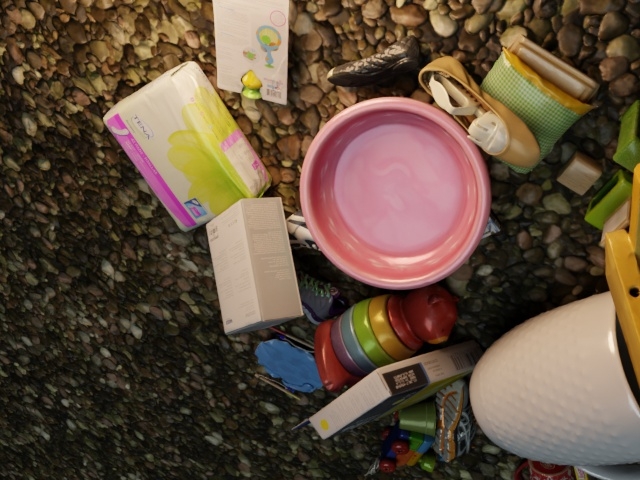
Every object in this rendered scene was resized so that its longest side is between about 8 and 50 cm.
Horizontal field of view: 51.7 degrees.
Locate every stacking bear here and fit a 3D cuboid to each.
[{"bbox_3d":[0.145,0.183,1.343,0.289,0.175,0.164,-30,62,27],"label":"stacking bear"}]

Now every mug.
[{"bbox_3d":[0.473,0.293,1.175,0.374,0.276,0.328,50,135,-11],"label":"mug"},{"bbox_3d":[0.497,0.545,1.463,0.150,0.113,0.169,-3,119,26],"label":"mug"}]

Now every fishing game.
[{"bbox_3d":[-0.070,0.300,1.612,0.189,0.041,0.264,24,139,9],"label":"fishing game"}]

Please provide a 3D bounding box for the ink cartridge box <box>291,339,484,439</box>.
[{"bbox_3d":[0.141,0.320,1.361,0.307,0.304,0.072,-48,62,40],"label":"ink cartridge box"}]

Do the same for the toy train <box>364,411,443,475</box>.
[{"bbox_3d":[0.213,0.526,1.605,0.144,0.105,0.248,18,131,-3],"label":"toy train"}]

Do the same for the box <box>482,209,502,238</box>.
[{"bbox_3d":[0.249,-0.056,1.194,0.094,0.027,0.137,-28,108,37],"label":"box"}]

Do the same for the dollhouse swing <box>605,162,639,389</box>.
[{"bbox_3d":[0.578,0.044,0.832,0.347,0.314,0.305,-13,159,13],"label":"dollhouse swing"}]

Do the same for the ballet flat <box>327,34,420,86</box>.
[{"bbox_3d":[0.088,-0.292,1.098,0.173,0.049,0.057,-8,164,32],"label":"ballet flat"}]

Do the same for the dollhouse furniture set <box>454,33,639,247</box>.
[{"bbox_3d":[0.357,-0.142,0.993,0.302,0.151,0.197,32,132,2],"label":"dollhouse furniture set"}]

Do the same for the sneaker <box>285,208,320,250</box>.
[{"bbox_3d":[0.000,0.000,1.315,0.153,0.094,0.235,46,121,0],"label":"sneaker"}]

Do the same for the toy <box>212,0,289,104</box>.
[{"bbox_3d":[-0.111,-0.357,1.135,0.137,0.056,0.237,17,134,10],"label":"toy"}]

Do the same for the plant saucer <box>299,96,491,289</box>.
[{"bbox_3d":[0.130,-0.082,1.146,0.332,0.084,0.331,7,108,21],"label":"plant saucer"}]

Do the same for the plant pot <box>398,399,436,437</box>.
[{"bbox_3d":[0.217,0.402,1.497,0.079,0.083,0.083,0,126,3],"label":"plant pot"}]

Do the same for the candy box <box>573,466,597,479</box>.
[{"bbox_3d":[0.549,0.462,1.376,0.027,0.105,0.205,-5,121,30],"label":"candy box"}]

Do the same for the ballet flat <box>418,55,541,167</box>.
[{"bbox_3d":[0.234,-0.189,1.012,0.232,0.073,0.080,51,143,23],"label":"ballet flat"}]

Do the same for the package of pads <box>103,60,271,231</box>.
[{"bbox_3d":[-0.259,-0.179,1.309,0.229,0.101,0.296,-19,114,36],"label":"package of pads"}]

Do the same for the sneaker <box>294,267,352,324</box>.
[{"bbox_3d":[-0.018,0.095,1.393,0.098,0.083,0.223,-19,139,24],"label":"sneaker"}]

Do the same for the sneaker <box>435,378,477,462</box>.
[{"bbox_3d":[0.308,0.391,1.470,0.083,0.084,0.214,-7,117,-16],"label":"sneaker"}]

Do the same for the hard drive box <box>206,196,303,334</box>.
[{"bbox_3d":[-0.133,0.053,1.282,0.181,0.089,0.232,-25,72,56],"label":"hard drive box"}]
